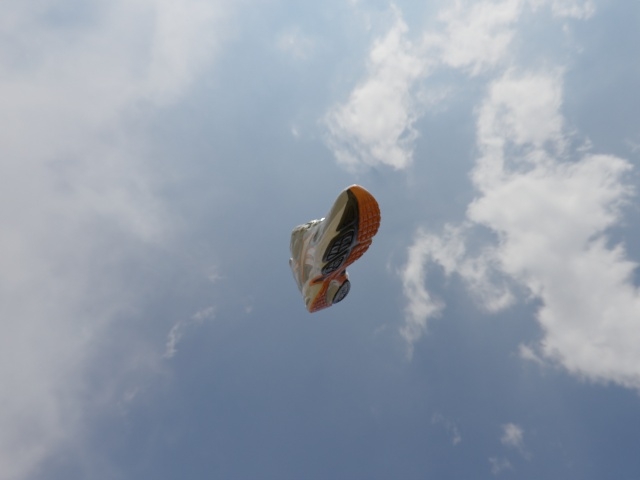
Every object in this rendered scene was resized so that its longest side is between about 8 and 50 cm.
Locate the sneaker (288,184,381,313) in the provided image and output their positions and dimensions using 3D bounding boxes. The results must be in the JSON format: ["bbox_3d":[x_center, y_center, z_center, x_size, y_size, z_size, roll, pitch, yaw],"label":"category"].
[{"bbox_3d":[0.000,0.000,0.810,0.099,0.262,0.121,-20,-121,-33],"label":"sneaker"}]
